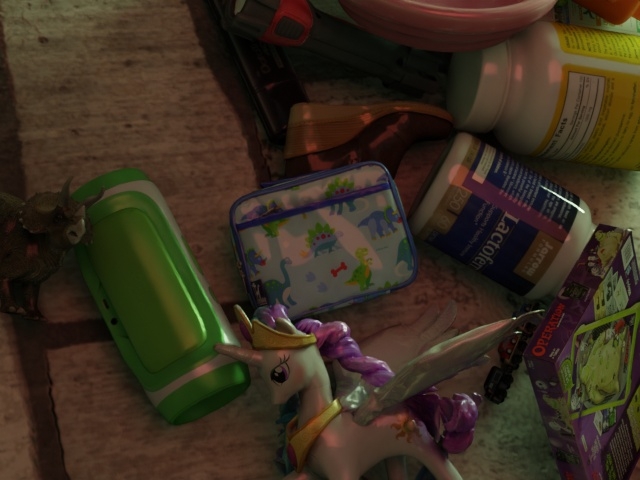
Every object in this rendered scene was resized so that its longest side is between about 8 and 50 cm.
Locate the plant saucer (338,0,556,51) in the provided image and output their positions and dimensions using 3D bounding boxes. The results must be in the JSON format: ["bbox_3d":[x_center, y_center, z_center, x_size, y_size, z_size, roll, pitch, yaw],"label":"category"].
[{"bbox_3d":[0.150,-0.348,1.781,0.332,0.084,0.332,6,39,-5],"label":"plant saucer"}]

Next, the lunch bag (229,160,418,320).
[{"bbox_3d":[0.000,0.000,1.671,0.219,0.090,0.176,-14,89,-5],"label":"lunch bag"}]

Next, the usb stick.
[{"bbox_3d":[-0.084,-0.255,1.833,0.077,0.045,0.278,-18,73,-20],"label":"usb stick"}]

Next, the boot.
[{"bbox_3d":[0.068,-0.077,1.784,0.248,0.090,0.207,-2,85,-22],"label":"boot"}]

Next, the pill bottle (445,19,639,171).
[{"bbox_3d":[0.352,-0.201,1.857,0.333,0.188,0.188,7,64,-14],"label":"pill bottle"}]

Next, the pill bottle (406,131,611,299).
[{"bbox_3d":[0.258,-0.016,1.763,0.264,0.153,0.153,29,61,-2],"label":"pill bottle"}]

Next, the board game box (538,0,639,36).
[{"bbox_3d":[0.325,-0.383,1.987,0.303,0.097,0.224,7,65,-12],"label":"board game box"}]

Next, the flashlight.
[{"bbox_3d":[0.018,-0.282,1.820,0.304,0.103,0.103,16,80,-26],"label":"flashlight"}]

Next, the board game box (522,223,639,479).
[{"bbox_3d":[0.337,0.170,1.617,0.056,0.347,0.208,10,52,31],"label":"board game box"}]

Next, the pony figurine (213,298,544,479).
[{"bbox_3d":[0.077,0.211,1.557,0.351,0.303,0.364,-16,89,-22],"label":"pony figurine"}]

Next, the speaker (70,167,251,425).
[{"bbox_3d":[-0.196,0.066,1.605,0.131,0.131,0.297,-22,74,-24],"label":"speaker"}]

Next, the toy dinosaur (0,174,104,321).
[{"bbox_3d":[-0.380,0.005,1.574,0.313,0.121,0.160,6,81,26],"label":"toy dinosaur"}]

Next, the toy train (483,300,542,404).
[{"bbox_3d":[0.250,0.143,1.760,0.036,0.027,0.158,25,61,8],"label":"toy train"}]

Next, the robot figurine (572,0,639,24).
[{"bbox_3d":[0.391,-0.387,1.881,0.219,0.128,0.158,30,63,-2],"label":"robot figurine"}]
